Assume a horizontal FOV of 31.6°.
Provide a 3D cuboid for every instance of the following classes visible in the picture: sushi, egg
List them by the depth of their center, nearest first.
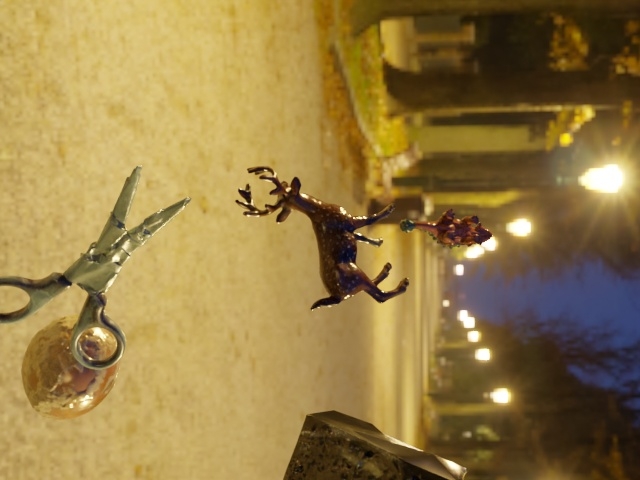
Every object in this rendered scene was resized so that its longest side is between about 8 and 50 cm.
[{"bbox_3d":[0.060,0.367,1.568,0.215,0.227,0.212,39,71,-77],"label":"sushi"},{"bbox_3d":[-0.504,0.257,2.273,0.195,0.195,0.233,-79,-171,-62],"label":"egg"}]

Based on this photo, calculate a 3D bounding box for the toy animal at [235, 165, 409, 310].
[{"bbox_3d":[0.009,-0.011,1.776,0.087,0.260,0.243,-49,-131,45],"label":"toy animal"}]

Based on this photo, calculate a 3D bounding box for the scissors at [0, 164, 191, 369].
[{"bbox_3d":[-0.341,0.037,1.720,0.383,0.256,0.029,-49,-153,28],"label":"scissors"}]

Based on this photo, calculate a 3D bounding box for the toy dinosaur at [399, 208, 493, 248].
[{"bbox_3d":[0.182,-0.015,1.613,0.055,0.154,0.049,154,-60,-61],"label":"toy dinosaur"}]
